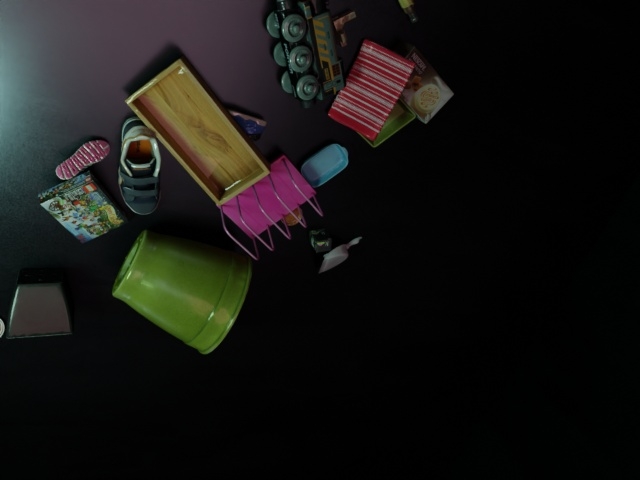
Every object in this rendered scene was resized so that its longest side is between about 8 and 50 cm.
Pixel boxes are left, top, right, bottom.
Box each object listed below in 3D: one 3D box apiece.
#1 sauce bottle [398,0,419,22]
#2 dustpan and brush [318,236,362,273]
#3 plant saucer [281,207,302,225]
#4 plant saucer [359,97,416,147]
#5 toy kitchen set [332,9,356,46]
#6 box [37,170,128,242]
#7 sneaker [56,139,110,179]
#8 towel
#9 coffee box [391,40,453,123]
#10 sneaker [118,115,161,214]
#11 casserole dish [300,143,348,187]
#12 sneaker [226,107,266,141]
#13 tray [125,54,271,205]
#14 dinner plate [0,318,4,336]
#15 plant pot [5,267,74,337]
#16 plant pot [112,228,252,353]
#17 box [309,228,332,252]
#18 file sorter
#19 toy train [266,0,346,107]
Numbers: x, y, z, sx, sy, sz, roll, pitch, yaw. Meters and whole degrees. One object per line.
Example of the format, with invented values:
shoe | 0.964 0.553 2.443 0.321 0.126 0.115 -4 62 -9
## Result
sauce bottle | 0.271 -0.746 1.682 0.042 0.042 0.128 -39 131 4
dustpan and brush | 0.081 0.045 2.097 0.211 0.060 0.147 -21 160 -17
plant saucer | -0.107 -0.094 1.960 0.084 0.013 0.083 -11 125 -16
plant saucer | 0.197 -0.434 1.826 0.188 0.045 0.188 -34 131 25
toy kitchen set | 0.084 -0.647 1.645 0.075 0.068 0.083 -28 129 -5
box | -0.708 -0.095 1.617 0.159 0.044 0.233 -26 151 -6
sneaker | -0.700 -0.238 1.575 0.170 0.075 0.063 -44 113 -21
towel | 0.158 -0.482 1.721 0.031 0.199 0.274 -14 136 -62
coffee box | 0.314 -0.531 1.805 0.141 0.098 0.247 -47 128 10
sneaker | -0.548 -0.202 1.623 0.126 0.127 0.321 -9 126 -21
casserole dish | 0.010 -0.268 1.883 0.188 0.037 0.114 -36 128 0
sneaker | -0.250 -0.359 1.692 0.152 0.058 0.084 11 108 -37
tray | -0.352 -0.316 1.595 0.203 0.076 0.411 -31 119 14
dinner plate | -1.117 0.285 1.757 0.141 0.017 0.141 -11 126 -16
plant pot | -0.886 0.187 1.703 0.188 0.188 0.166 0 108 -24
plant pot | -0.472 0.142 1.771 0.353 0.366 0.366 27 108 -23
box | 0.000 0.000 2.024 0.062 0.083 0.052 -8 124 -19
file sorter | -0.166 -0.101 1.799 0.291 0.182 0.202 -35 129 10
toy train | -0.035 -0.572 1.609 0.190 0.142 0.333 -29 128 -20
